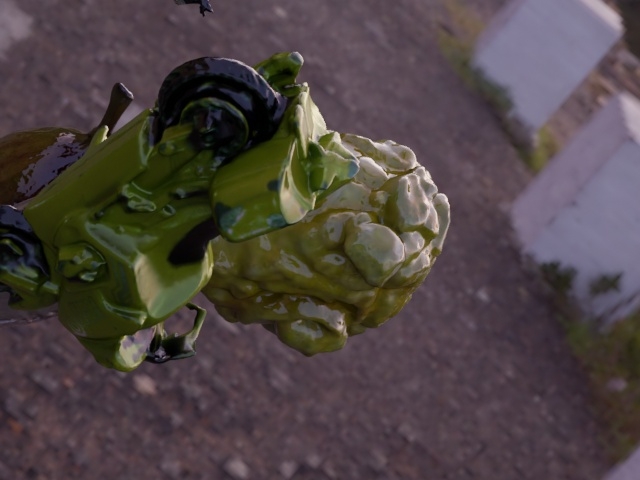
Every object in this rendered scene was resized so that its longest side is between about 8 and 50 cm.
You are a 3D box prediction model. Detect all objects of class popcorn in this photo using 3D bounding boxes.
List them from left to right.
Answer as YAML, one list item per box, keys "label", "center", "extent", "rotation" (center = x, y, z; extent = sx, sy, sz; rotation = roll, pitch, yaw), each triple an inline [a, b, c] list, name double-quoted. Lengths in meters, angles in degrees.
- label: "popcorn"
  center: [0.000, 0.000, 1.606]
  extent: [0.250, 0.235, 0.242]
  rotation: [6, 1, 25]

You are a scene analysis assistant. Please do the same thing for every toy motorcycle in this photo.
- label: "toy motorcycle"
  center: [-0.123, -0.008, 1.248]
  extent: [0.206, 0.342, 0.142]
  rotation: [37, 38, -32]

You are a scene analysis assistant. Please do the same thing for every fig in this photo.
- label: "fig"
  center: [-0.356, -0.103, 2.222]
  extent: [0.217, 0.321, 0.217]
  rotation: [24, 39, -21]

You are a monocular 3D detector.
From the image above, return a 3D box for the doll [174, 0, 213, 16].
- label: "doll"
  center: [-0.162, -0.268, 1.285]
  extent: [0.192, 0.149, 0.095]
  rotation: [15, 15, 24]

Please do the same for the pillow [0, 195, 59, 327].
- label: "pillow"
  center: [-0.395, 0.032, 1.964]
  extent: [0.067, 0.270, 0.173]
  rotation: [-64, 139, -59]
